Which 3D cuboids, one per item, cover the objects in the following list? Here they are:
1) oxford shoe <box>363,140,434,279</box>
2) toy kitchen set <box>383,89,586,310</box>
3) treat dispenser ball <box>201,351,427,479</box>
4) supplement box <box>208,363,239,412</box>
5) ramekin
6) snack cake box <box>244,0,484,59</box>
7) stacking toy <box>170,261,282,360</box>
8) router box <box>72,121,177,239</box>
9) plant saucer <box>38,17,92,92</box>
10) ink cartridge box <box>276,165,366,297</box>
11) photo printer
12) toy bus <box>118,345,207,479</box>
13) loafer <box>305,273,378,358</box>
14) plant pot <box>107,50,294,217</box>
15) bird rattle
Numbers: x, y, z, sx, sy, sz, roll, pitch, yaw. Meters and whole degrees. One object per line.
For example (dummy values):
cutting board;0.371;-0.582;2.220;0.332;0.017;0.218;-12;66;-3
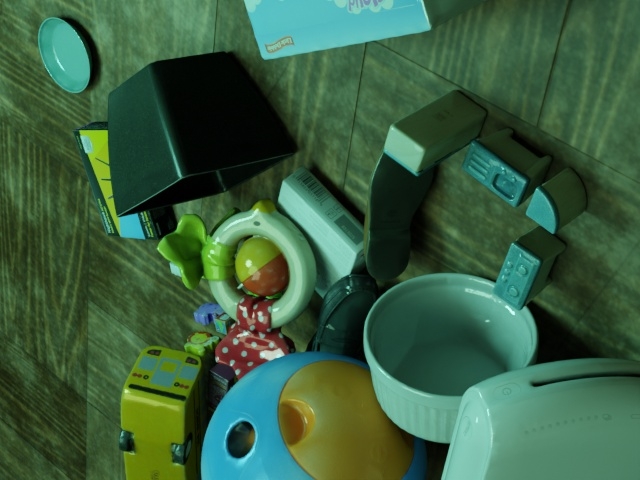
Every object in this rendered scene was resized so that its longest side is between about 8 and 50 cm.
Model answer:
oxford shoe;0.086;-0.060;1.661;0.076;0.076;0.212;-107;27;-57
toy kitchen set;0.173;-0.036;1.536;0.207;0.122;0.166;38;136;23
treat dispenser ball;-0.009;0.286;1.719;0.288;0.288;0.288;25;130;34
supplement box;-0.141;0.228;2.084;0.043;0.055;0.083;28;132;30
ramekin;0.155;0.146;1.615;0.207;0.207;0.109;30;142;30
snack cake box;0.058;-0.277;1.480;0.264;0.152;0.089;-2;112;46
stacking toy;-0.128;0.120;2.011;0.221;0.052;0.167;18;127;36
router box;-0.298;-0.092;2.052;0.133;0.046;0.179;4;117;45
plant saucer;-0.381;-0.283;2.037;0.119;0.021;0.119;25;131;33
ink cartridge box;0.000;0.000;1.820;0.145;0.045;0.179;46;157;14
photo printer;0.266;0.262;1.536;0.107;0.256;0.307;-112;25;-48
toy bus;-0.244;0.329;2.135;0.108;0.130;0.332;11;134;9
loafer;0.031;0.128;1.812;0.223;0.076;0.078;113;157;-48
plant pot;-0.180;-0.150;1.799;0.188;0.187;0.167;-23;85;51
bird rattle;-0.096;0.059;1.824;0.207;0.143;0.253;-39;73;32
